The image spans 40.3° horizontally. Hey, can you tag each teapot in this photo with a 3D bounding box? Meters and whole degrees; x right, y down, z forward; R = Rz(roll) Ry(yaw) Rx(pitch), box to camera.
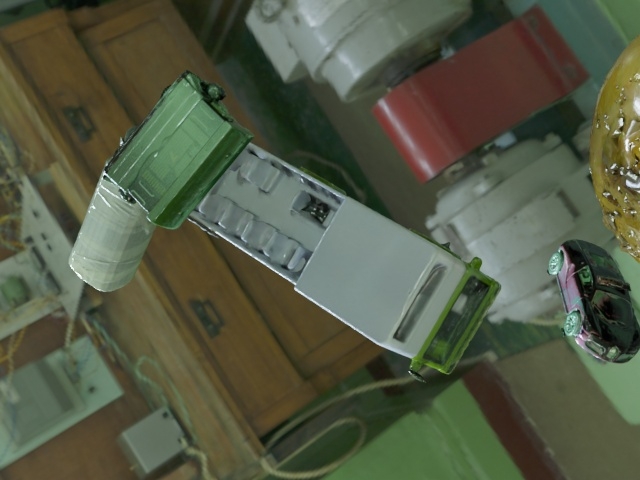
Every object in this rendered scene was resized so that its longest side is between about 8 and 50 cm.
[{"bbox_3d":[-0.221,-0.042,1.048,0.077,0.107,0.200,39,122,15],"label":"teapot"}]

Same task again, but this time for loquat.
[{"bbox_3d":[0.318,-0.069,0.655,0.235,0.235,0.235,38,145,33],"label":"loquat"}]

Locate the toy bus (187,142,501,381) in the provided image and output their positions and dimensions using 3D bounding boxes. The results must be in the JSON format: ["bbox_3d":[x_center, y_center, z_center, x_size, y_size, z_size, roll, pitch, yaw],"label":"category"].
[{"bbox_3d":[0.000,0.000,0.775,0.302,0.113,0.139,31,-178,32],"label":"toy bus"}]

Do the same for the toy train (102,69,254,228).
[{"bbox_3d":[-0.085,-0.053,0.528,0.056,0.093,0.038,45,-169,19],"label":"toy train"}]

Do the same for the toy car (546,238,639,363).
[{"bbox_3d":[0.261,0.052,0.820,0.069,0.142,0.055,19,128,-13],"label":"toy car"}]
